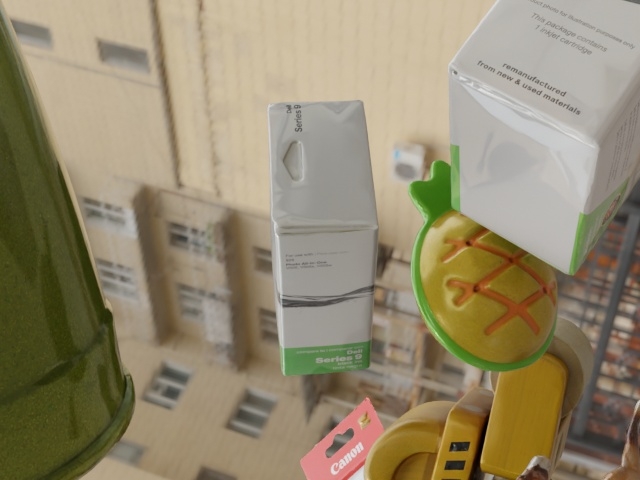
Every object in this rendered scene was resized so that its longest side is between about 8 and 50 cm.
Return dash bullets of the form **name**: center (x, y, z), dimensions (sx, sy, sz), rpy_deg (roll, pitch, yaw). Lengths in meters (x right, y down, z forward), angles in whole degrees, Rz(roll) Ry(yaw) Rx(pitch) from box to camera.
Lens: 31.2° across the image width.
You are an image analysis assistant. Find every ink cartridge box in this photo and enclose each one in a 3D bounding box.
- **ink cartridge box**: center (0.000, 0.000, 1.408), dimensions (0.289, 0.121, 0.211), rpy_deg (91, 175, -52)
- **ink cartridge box**: center (0.210, -0.142, 0.817), dimensions (0.273, 0.114, 0.198), rpy_deg (-53, -21, -18)
- **ink cartridge box**: center (0.048, 0.376, 1.729), dimensions (0.056, 0.225, 0.181), rpy_deg (14, -52, -46)

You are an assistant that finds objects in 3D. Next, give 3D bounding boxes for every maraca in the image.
- **maraca**: center (0.129, 0.017, 0.925), dimensions (0.099, 0.127, 0.186), rpy_deg (131, 136, -55)

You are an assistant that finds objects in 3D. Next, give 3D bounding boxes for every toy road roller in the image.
- **toy road roller**: center (0.198, 0.247, 1.477), dimensions (0.202, 0.240, 0.330), rpy_deg (-14, -62, -71)

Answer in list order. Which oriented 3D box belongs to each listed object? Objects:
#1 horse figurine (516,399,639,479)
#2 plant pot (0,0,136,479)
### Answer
- **horse figurine**: center (0.295, 0.255, 0.977), dimensions (0.174, 0.263, 0.066), rpy_deg (-39, -3, -31)
- **plant pot**: center (-0.325, -0.031, 0.783), dimensions (0.366, 0.366, 0.353), rpy_deg (-42, -46, -63)
